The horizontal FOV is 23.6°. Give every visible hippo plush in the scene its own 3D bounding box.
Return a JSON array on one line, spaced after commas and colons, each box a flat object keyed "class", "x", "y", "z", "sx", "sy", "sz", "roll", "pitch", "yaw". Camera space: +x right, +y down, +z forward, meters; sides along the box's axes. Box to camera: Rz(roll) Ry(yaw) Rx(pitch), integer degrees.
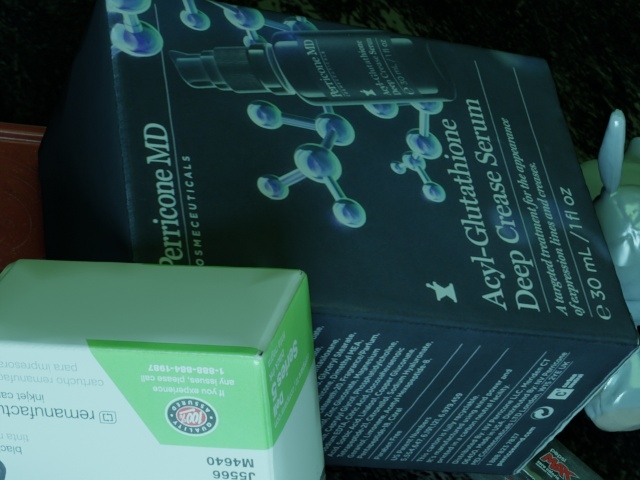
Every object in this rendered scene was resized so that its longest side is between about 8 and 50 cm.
[{"class": "hippo plush", "x": 0.274, "y": 0.029, "z": 1.460, "sx": 0.294, "sy": 0.234, "sz": 0.236, "roll": 41, "pitch": 11, "yaw": -15}]

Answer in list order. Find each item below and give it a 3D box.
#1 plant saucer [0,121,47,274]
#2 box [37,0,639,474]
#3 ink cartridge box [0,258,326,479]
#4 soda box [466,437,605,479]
[{"class": "plant saucer", "x": -0.269, "y": -0.007, "z": 1.240, "sx": 0.259, "sy": 0.048, "sz": 0.258, "roll": 5, "pitch": 51, "yaw": -28}, {"class": "box", "x": 0.000, "y": 0.000, "z": 1.198, "sx": 0.395, "sy": 0.212, "sz": 0.293, "roll": 6, "pitch": 51, "yaw": -23}, {"class": "ink cartridge box", "x": -0.103, "y": 0.158, "z": 0.963, "sx": 0.198, "sy": 0.273, "sz": 0.115, "roll": 1, "pitch": 26, "yaw": 13}, {"class": "soda box", "x": 0.186, "y": 0.205, "z": 1.315, "sx": 0.169, "sy": 0.060, "sz": 0.053, "roll": 41, "pitch": 49, "yaw": 6}]
